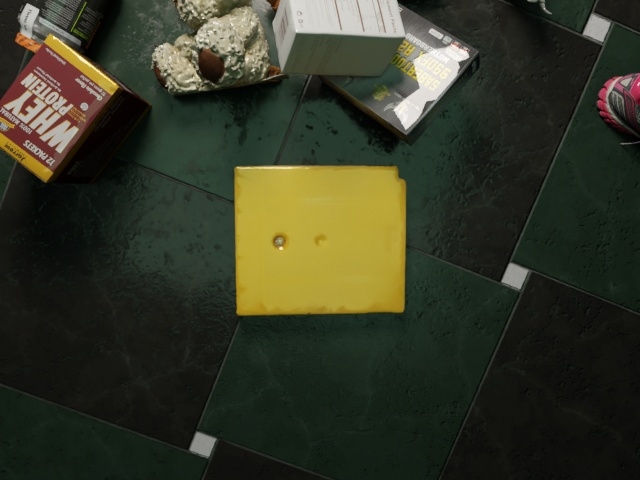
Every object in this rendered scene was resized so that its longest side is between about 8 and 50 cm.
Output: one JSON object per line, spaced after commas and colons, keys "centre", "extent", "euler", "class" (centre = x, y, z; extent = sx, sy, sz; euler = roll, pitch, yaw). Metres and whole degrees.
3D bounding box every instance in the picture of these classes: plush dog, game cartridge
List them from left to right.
{"centre": [-0.166, -0.376, 0.918], "extent": [0.211, 0.262, 0.225], "euler": [-19, 108, -34], "class": "plush dog"}
{"centre": [0.000, 0.000, 1.031], "extent": [0.324, 0.052, 0.285], "euler": [0, 96, -5], "class": "game cartridge"}

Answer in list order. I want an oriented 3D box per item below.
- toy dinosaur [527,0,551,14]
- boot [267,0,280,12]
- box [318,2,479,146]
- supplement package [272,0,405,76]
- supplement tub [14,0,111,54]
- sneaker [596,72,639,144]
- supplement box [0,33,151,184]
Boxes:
{"centre": [0.352, -0.569, 0.965], "extent": [0.160, 0.121, 0.313], "euler": [7, 93, -14], "class": "toy dinosaur"}
{"centre": [0.003, -0.437, 0.926], "extent": [0.152, 0.073, 0.197], "euler": [37, 122, -23], "class": "boot"}
{"centre": [0.129, -0.304, 0.950], "extent": [0.231, 0.056, 0.183], "euler": [42, 92, 23], "class": "box"}
{"centre": [0.027, -0.336, 0.862], "extent": [0.179, 0.105, 0.105], "euler": [-4, 72, -19], "class": "supplement package"}
{"centre": [-0.440, -0.403, 0.935], "extent": [0.117, 0.117, 0.190], "euler": [29, 93, -5], "class": "supplement tub"}
{"centre": [0.660, -0.201, 1.002], "extent": [0.299, 0.112, 0.120], "euler": [29, 94, -5], "class": "sneaker"}
{"centre": [-0.418, -0.209, 0.916], "extent": [0.129, 0.194, 0.191], "euler": [38, 93, -6], "class": "supplement box"}
